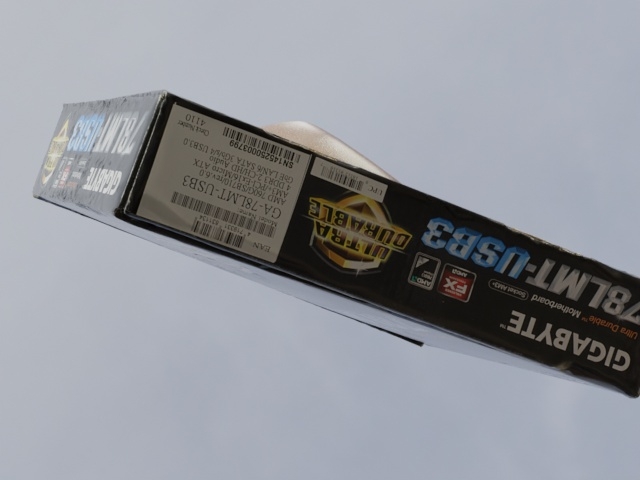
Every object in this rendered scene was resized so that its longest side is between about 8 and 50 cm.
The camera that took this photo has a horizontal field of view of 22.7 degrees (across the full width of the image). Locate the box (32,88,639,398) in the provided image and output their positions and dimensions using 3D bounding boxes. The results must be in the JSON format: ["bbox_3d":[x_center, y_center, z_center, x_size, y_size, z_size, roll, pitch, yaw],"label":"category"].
[{"bbox_3d":[0.000,0.000,0.915,0.293,0.295,0.073,22,-94,-19],"label":"box"}]

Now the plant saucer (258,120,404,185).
[{"bbox_3d":[0.066,-0.007,1.340,0.310,0.310,0.050,40,-92,-28],"label":"plant saucer"}]
